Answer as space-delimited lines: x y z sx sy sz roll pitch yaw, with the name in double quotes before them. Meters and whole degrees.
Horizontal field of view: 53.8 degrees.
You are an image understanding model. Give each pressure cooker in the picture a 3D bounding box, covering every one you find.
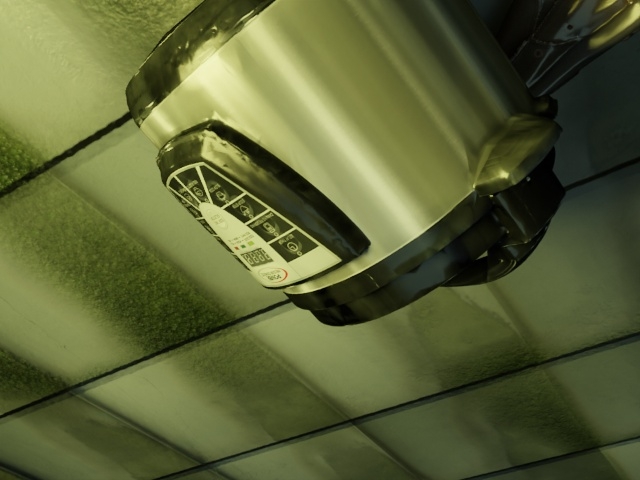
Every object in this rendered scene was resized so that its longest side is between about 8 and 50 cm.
"pressure cooker" 0.049 -0.111 0.710 0.376 0.370 0.420 -35 106 18

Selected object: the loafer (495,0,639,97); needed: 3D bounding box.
"loafer" 0.289 -0.262 0.819 0.366 0.134 0.130 -37 88 34
